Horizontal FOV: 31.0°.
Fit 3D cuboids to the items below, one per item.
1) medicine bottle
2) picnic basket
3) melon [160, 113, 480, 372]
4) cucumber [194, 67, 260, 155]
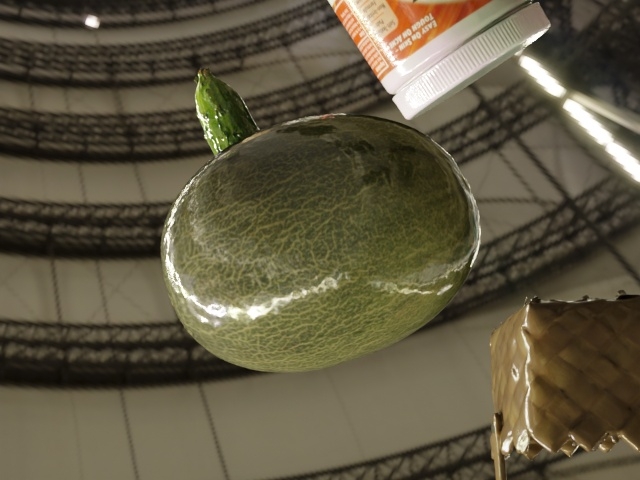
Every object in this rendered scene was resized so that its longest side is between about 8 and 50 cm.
[{"bbox_3d":[0.166,-0.340,1.674,0.241,0.252,0.252,57,-152,-1],"label":"medicine bottle"},{"bbox_3d":[0.328,0.231,1.365,0.254,0.321,0.291,-5,166,-2],"label":"picnic basket"},{"bbox_3d":[0.000,0.000,1.101,0.301,0.237,0.237,-18,-156,10],"label":"melon"},{"bbox_3d":[-0.081,-0.085,1.271,0.227,0.069,0.069,64,-159,-14],"label":"cucumber"}]
